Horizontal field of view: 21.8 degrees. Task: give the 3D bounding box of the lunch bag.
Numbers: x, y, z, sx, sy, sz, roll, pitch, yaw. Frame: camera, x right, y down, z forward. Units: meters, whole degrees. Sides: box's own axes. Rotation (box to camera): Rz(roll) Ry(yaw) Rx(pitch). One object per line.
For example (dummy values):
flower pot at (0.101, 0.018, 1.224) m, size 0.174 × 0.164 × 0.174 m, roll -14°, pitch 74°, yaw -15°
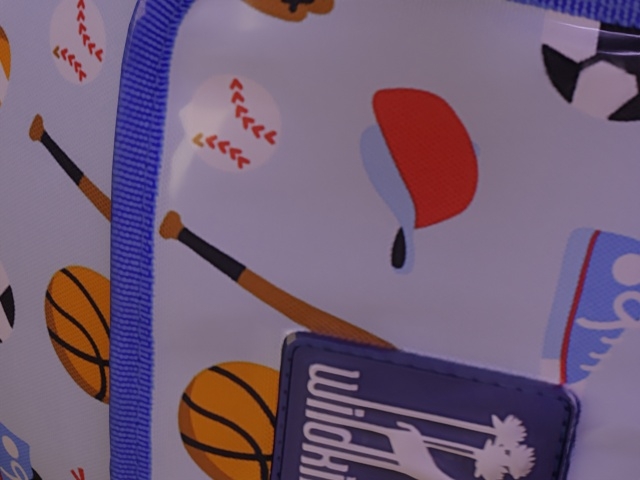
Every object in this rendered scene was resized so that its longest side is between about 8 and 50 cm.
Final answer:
lunch bag at (0.000, 0.000, 0.608) m, size 0.385 × 0.239 × 0.328 m, roll 29°, pitch 126°, yaw 38°
